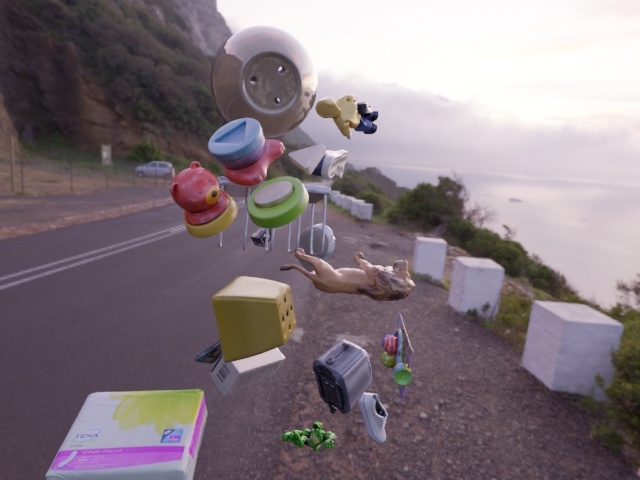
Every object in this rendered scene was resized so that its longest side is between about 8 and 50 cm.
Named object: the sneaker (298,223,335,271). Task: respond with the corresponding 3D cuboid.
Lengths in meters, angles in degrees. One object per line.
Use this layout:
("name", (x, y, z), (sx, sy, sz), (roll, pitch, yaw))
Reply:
("sneaker", (0.000, 0.000, 1.864), (0.150, 0.135, 0.366), (-44, -5, -25))

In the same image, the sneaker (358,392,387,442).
("sneaker", (0.243, 0.768, 1.948), (0.091, 0.258, 0.094), (-11, 22, 32))

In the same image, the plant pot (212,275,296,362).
("plant pot", (-0.188, 0.233, 1.406), (0.187, 0.212, 0.212), (-6, 12, 13))

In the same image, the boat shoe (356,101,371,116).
("boat shoe", (0.147, -0.435, 1.521), (0.048, 0.042, 0.133), (-6, 9, 14))

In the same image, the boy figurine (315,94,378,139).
("boy figurine", (0.105, -0.493, 1.802), (0.285, 0.177, 0.092), (4, 0, -37))

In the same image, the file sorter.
("file sorter", (-0.133, -0.056, 1.198), (0.277, 0.173, 0.193), (5, -4, -11))

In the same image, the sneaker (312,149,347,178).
("sneaker", (0.018, -0.342, 1.965), (0.148, 0.131, 0.350), (16, 12, 13))

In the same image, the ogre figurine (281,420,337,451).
("ogre figurine", (-0.029, 0.708, 1.628), (0.197, 0.097, 0.118), (-24, -21, 19))

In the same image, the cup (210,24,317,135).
("cup", (-0.150, -0.451, 1.305), (0.331, 0.331, 0.237), (2, 18, -13))

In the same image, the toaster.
("toaster", (0.074, 0.416, 1.387), (0.129, 0.227, 0.146), (18, 43, 40))

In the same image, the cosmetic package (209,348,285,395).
("cosmetic package", (-0.320, 0.556, 2.012), (0.129, 0.153, 0.296), (45, 23, 28))

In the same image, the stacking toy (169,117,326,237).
("stacking toy", (-0.155, -0.160, 0.970), (0.279, 0.130, 0.309), (1, 50, 24))

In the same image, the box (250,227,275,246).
("box", (-0.256, -0.019, 2.007), (0.062, 0.052, 0.083), (10, 44, 42))

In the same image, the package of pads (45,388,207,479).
("package of pads", (-0.422, 0.451, 1.034), (0.296, 0.101, 0.229), (-2, 28, -1))

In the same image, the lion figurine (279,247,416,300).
("lion figurine", (0.086, 0.120, 1.432), (0.392, 0.142, 0.240), (-4, 21, -17))

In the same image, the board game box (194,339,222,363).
("board game box", (-0.512, 0.548, 2.244), (0.126, 0.186, 0.026), (36, 22, -57))

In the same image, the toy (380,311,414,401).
("toy", (0.186, 0.288, 1.163), (0.056, 0.137, 0.237), (8, 14, -3))
